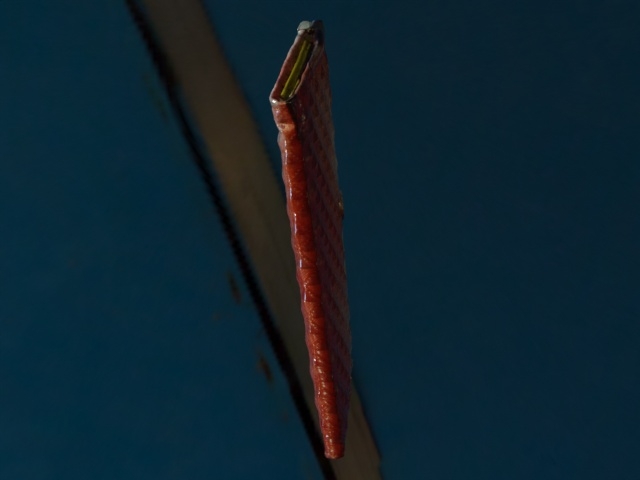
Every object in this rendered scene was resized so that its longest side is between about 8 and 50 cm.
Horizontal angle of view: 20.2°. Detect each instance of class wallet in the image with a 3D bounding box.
[{"bbox_3d":[0.000,0.000,0.894,0.020,0.103,0.196,-2,-64,8],"label":"wallet"}]
